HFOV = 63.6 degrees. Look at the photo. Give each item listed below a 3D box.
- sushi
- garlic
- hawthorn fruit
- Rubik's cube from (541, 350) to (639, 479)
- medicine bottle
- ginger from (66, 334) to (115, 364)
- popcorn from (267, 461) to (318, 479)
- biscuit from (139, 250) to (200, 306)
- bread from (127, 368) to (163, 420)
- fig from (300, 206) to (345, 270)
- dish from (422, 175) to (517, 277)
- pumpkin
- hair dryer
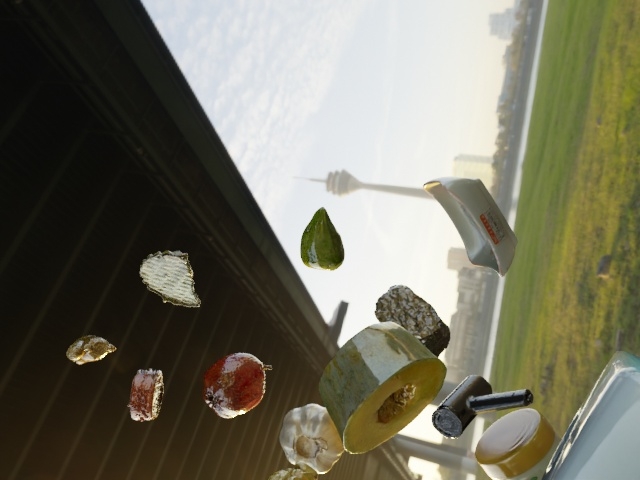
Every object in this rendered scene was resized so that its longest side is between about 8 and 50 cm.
[{"bbox_3d":[0.330,0.304,1.934,0.171,0.211,0.350,48,-176,-31],"label":"sushi"},{"bbox_3d":[-0.005,0.551,1.526,0.226,0.199,0.199,-29,-54,-70],"label":"garlic"},{"bbox_3d":[-0.273,0.479,1.757,0.253,0.205,0.205,-23,-58,-45],"label":"hawthorn fruit"},{"bbox_3d":[0.517,0.385,0.730,0.352,0.352,0.347,16,-79,-59],"label":"Rubik's cube"},{"bbox_3d":[0.620,0.662,1.523,0.238,0.231,0.238,-37,-4,-3],"label":"medicine bottle"},{"bbox_3d":[-0.662,0.310,1.482,0.115,0.205,0.081,-32,-85,-26],"label":"ginger"},{"bbox_3d":[-0.060,0.524,1.004,0.163,0.140,0.194,-31,-30,-13],"label":"popcorn"},{"bbox_3d":[-0.504,0.123,1.709,0.273,0.187,0.036,94,-176,-46],"label":"biscuit"},{"bbox_3d":[-0.534,0.473,1.587,0.160,0.073,0.160,-174,90,-86],"label":"bread"},{"bbox_3d":[0.001,0.016,1.912,0.167,0.167,0.233,-61,-32,-44],"label":"fig"},{"bbox_3d":[0.302,-0.043,1.007,0.212,0.077,0.151,55,179,-10],"label":"dish"},{"bbox_3d":[0.141,0.373,1.356,0.333,0.199,0.332,-23,-46,-26],"label":"pumpkin"},{"bbox_3d":[0.440,0.425,1.348,0.197,0.251,0.089,-24,-92,-44],"label":"hair dryer"}]
